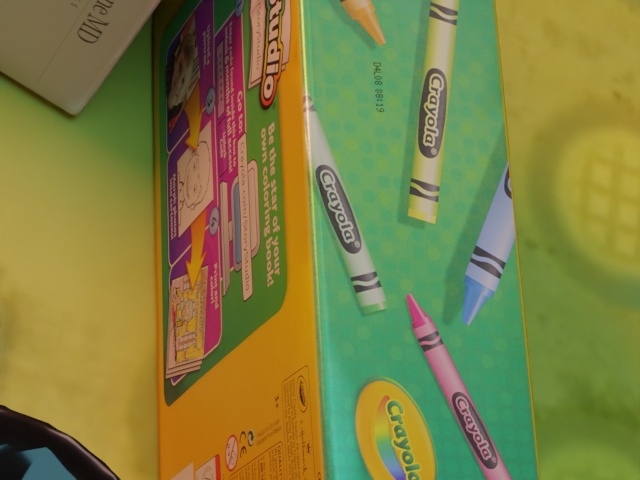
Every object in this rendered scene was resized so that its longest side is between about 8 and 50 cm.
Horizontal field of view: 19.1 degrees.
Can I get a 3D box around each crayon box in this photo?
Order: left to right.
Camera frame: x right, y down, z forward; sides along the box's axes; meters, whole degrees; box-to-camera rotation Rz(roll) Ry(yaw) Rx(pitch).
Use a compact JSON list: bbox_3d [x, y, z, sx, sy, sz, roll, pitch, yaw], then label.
[{"bbox_3d":[0.000,0.000,0.721,0.081,0.165,0.278,6,67,-22],"label":"crayon box"}]

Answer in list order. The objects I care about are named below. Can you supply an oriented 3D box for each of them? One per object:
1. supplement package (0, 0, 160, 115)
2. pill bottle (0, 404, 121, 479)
[{"bbox_3d":[-0.151,-0.186,0.745,0.244,0.139,0.134,31,58,-10],"label":"supplement package"},{"bbox_3d":[-0.134,0.133,0.572,0.123,0.219,0.122,9,66,-21],"label":"pill bottle"}]
